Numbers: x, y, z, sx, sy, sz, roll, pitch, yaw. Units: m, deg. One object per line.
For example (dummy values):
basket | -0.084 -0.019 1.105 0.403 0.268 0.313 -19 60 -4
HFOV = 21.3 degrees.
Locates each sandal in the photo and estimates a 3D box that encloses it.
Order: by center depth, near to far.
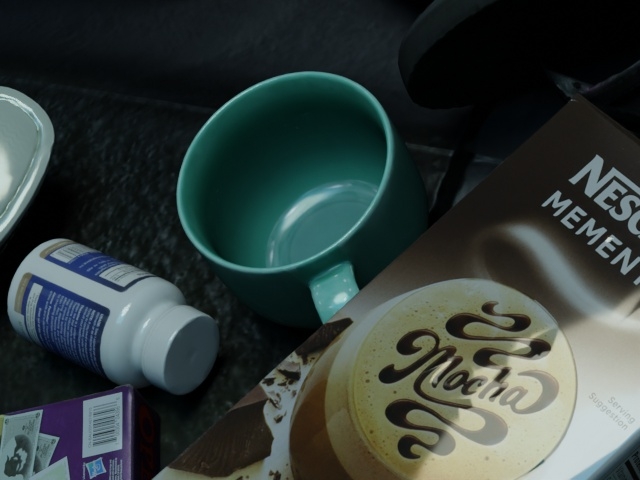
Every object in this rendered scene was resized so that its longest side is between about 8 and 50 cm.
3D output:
sandal | 0.254 -0.135 0.897 0.446 0.167 0.107 -17 72 14

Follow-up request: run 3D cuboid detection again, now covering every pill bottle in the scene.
pill bottle | -0.119 0.047 0.995 0.120 0.067 0.067 21 70 33

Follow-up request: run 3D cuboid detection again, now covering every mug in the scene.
mug | -0.007 -0.004 0.959 0.129 0.097 0.158 2 62 24

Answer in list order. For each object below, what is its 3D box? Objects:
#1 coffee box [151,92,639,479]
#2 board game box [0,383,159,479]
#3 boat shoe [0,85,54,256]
coffee box | 0.087 0.094 0.843 0.297 0.119 0.168 -42 52 -6
board game box | -0.186 0.257 0.907 0.208 0.056 0.347 -11 56 12
boat shoe | -0.277 0.031 1.059 0.302 0.091 0.114 -43 73 -9
